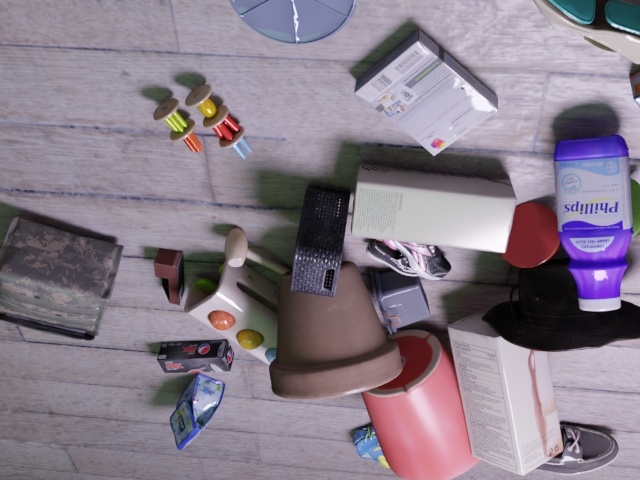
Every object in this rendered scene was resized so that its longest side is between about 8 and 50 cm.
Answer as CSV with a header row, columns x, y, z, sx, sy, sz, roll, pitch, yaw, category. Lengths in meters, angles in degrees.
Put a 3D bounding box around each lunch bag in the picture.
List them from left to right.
x,y,z,sx,sy,sz,roll,pitch,yaw,category
-0.561,0.107,1.782,0.235,0.169,0.287,16,145,-13,lunch bag
-0.308,0.425,2.091,0.096,0.151,0.129,23,137,-16,lunch bag

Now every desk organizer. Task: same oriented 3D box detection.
x,y,z,sx,sy,sz,roll,pitch,yaw,category
-0.317,0.077,1.791,0.050,0.047,0.130,10,138,2,desk organizer

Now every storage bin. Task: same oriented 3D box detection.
x,y,z,sx,sy,sz,roll,pitch,yaw,category
0.000,0.000,1.550,0.084,0.180,0.122,8,138,0,storage bin
0.166,0.120,1.726,0.091,0.098,0.135,-16,133,11,storage bin

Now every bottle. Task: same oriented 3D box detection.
x,y,z,sx,sy,sz,roll,pitch,yaw,category
0.448,-0.028,1.393,0.118,0.092,0.282,-2,96,28,bottle

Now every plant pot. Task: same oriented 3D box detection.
x,y,z,sx,sy,sz,roll,pitch,yaw,category
0.014,0.164,1.666,0.263,0.263,0.229,-9,94,19,plant pot
0.213,0.344,1.849,0.275,0.275,0.243,-15,123,24,plant pot

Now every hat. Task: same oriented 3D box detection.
x,y,z,sx,sy,sz,roll,pitch,yaw,category
0.455,0.095,1.560,0.331,0.331,0.133,-1,100,11,hat

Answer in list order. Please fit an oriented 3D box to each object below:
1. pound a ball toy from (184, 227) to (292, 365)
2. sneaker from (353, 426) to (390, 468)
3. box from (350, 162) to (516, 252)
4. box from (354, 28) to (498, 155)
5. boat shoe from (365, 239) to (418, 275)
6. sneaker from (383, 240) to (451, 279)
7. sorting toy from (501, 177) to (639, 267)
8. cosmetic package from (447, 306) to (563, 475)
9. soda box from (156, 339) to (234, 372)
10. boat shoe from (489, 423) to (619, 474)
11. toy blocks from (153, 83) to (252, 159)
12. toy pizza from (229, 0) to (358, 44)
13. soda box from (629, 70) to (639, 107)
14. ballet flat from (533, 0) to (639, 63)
x,y,z,sx,sy,sz,roll,pitch,yaw,category
-0.130,0.141,1.762,0.208,0.135,0.319,-30,126,35,pound a ball toy
0.149,0.503,2.143,0.126,0.091,0.240,10,139,0,sneaker
0.195,-0.059,1.496,0.275,0.094,0.113,8,116,2,box
0.171,-0.234,1.371,0.186,0.038,0.145,34,133,-24,box
0.151,0.030,1.660,0.125,0.046,0.038,26,141,-6,boat shoe
0.192,0.008,1.608,0.178,0.072,0.077,36,129,-28,sneaker
0.506,-0.032,1.505,0.366,0.127,0.126,-20,154,31,sorting toy
0.373,0.298,1.716,0.153,0.129,0.296,10,116,56,cosmetic package
-0.291,0.272,1.994,0.169,0.053,0.060,-3,136,14,soda box
0.540,0.494,2.049,0.335,0.112,0.095,-5,141,20,boat shoe
-0.198,-0.188,1.474,0.123,0.054,0.148,-17,132,25,toy blocks
-0.041,-0.379,1.254,0.201,0.032,0.201,6,137,5,toy pizza
0.553,-0.193,1.329,0.058,0.063,0.183,-28,126,33,soda box
0.381,-0.318,1.218,0.248,0.086,0.086,20,137,-13,ballet flat
